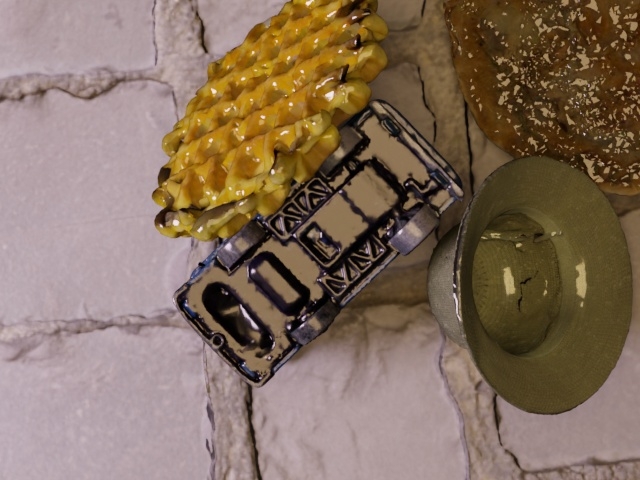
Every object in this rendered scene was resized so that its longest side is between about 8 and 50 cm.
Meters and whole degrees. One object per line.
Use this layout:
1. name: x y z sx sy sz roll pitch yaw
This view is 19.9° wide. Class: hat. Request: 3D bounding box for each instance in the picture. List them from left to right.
1. hat: 0.180 0.044 1.813 0.130 0.257 0.257 -2 92 48

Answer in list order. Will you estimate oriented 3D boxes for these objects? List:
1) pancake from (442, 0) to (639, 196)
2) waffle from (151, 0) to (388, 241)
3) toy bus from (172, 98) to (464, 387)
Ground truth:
1. pancake: 0.293 -0.222 1.842 0.356 0.065 0.356 0 93 4
2. waffle: -0.055 -0.123 1.789 0.062 0.329 0.329 38 96 -27
3. toy bus: 0.000 0.000 1.822 0.287 0.175 0.138 -44 91 6
